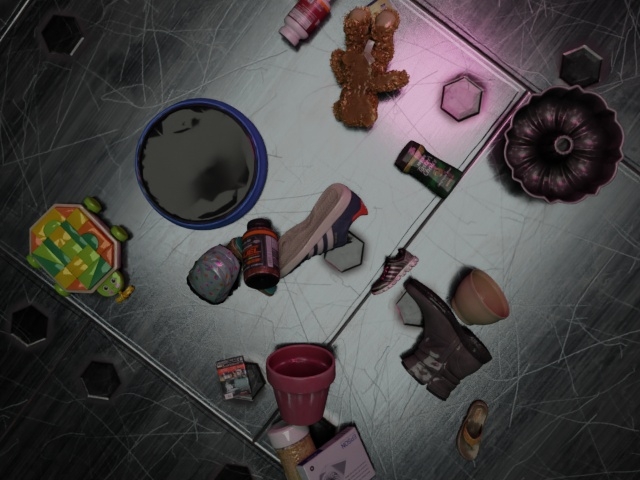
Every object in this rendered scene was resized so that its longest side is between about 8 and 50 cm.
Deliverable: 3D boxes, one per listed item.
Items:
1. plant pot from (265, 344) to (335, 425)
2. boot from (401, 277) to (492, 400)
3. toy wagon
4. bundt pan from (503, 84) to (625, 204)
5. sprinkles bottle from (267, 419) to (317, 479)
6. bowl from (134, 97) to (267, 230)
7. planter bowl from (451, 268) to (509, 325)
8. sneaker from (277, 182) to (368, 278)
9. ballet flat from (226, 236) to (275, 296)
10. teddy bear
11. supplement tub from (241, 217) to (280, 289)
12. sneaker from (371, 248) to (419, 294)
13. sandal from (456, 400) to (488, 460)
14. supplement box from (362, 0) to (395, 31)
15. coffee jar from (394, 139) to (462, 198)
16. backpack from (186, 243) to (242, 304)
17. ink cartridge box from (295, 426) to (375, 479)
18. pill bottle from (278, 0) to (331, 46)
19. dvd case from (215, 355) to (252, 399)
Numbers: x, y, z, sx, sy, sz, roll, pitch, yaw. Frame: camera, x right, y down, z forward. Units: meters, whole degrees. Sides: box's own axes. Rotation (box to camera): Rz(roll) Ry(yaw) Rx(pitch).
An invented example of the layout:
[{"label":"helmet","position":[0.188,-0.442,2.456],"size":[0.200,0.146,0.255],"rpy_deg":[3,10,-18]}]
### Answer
[{"label":"plant pot","position":[-0.056,0.426,1.921],"size":[0.201,0.201,0.180],"rpy_deg":[1,109,3]},{"label":"boot","position":[0.313,0.294,1.928],"size":[0.223,0.118,0.338],"rpy_deg":[-42,87,10]},{"label":"toy wagon","position":[-0.700,0.048,1.980],"size":[0.267,0.068,0.344],"rpy_deg":[-44,91,5]},{"label":"bundt pan","position":[0.668,-0.263,1.865],"size":[0.331,0.124,0.330],"rpy_deg":[0,93,3]},{"label":"sprinkles bottle","position":[-0.036,0.701,1.963],"size":[0.121,0.121,0.355],"rpy_deg":[-23,93,4]},{"label":"bowl","position":[-0.353,-0.223,1.942],"size":[0.391,0.077,0.391],"rpy_deg":[0,94,3]},{"label":"planter bowl","position":[0.447,0.178,1.900],"size":[0.109,0.162,0.162],"rpy_deg":[-40,91,32]},{"label":"sneaker","position":[0.000,0.000,1.924],"size":[0.148,0.131,0.350],"rpy_deg":[29,115,-37]},{"label":"ballet flat","position":[-0.211,0.086,1.969],"size":[0.067,0.073,0.206],"rpy_deg":[-33,89,32]},{"label":"teddy bear","position":[0.133,-0.490,1.870],"size":[0.245,0.113,0.338],"rpy_deg":[-6,97,22]},{"label":"supplement tub","position":[-0.173,0.035,1.902],"size":[0.106,0.106,0.198],"rpy_deg":[-10,57,3]},{"label":"sneaker","position":[0.204,0.088,1.942],"size":[0.170,0.063,0.075],"rpy_deg":[-42,91,0]},{"label":"sandal","position":[0.454,0.566,1.965],"size":[0.072,0.049,0.180],"rpy_deg":[17,94,2]},{"label":"supplement box","position":[0.168,-0.642,1.899],"size":[0.083,0.056,0.083],"rpy_deg":[-36,91,5]},{"label":"coffee jar","position":[0.309,-0.206,1.909],"size":[0.184,0.079,0.096],"rpy_deg":[34,95,1]},{"label":"backpack","position":[-0.303,0.100,1.909],"size":[0.152,0.115,0.182],"rpy_deg":[35,135,-3]},{"label":"ink cartridge box","position":[0.060,0.697,1.930],"size":[0.223,0.045,0.224],"rpy_deg":[-26,94,-39]},{"label":"pill bottle","position":[-0.048,-0.635,1.896],"size":[0.086,0.086,0.152],"rpy_deg":[42,95,0]},{"label":"dvd case","position":[-0.263,0.417,2.010],"size":[0.087,0.013,0.119],"rpy_deg":[-15,92,4]}]
